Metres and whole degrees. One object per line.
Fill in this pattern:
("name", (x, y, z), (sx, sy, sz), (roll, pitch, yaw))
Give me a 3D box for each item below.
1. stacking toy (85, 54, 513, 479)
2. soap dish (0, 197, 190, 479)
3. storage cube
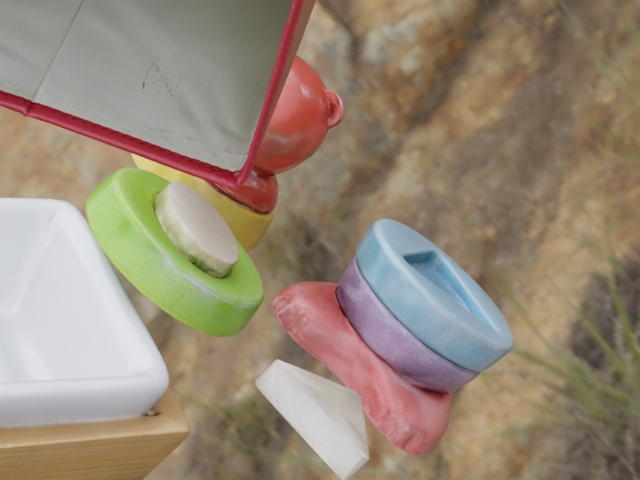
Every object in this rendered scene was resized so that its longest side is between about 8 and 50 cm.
("stacking toy", (0.000, 0.000, 1.237), (0.130, 0.309, 0.279), (-47, -2, 16))
("soap dish", (-0.255, 0.075, 1.129), (0.229, 0.291, 0.118), (54, 137, 45))
("storage cube", (-0.072, -0.171, 0.710), (0.184, 0.215, 0.193), (19, 54, -1))
